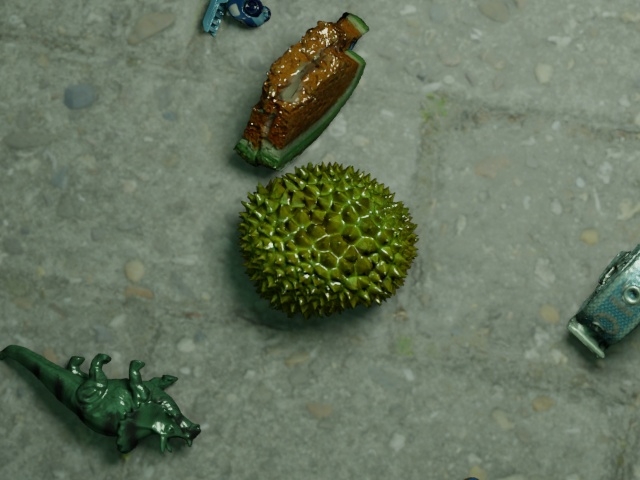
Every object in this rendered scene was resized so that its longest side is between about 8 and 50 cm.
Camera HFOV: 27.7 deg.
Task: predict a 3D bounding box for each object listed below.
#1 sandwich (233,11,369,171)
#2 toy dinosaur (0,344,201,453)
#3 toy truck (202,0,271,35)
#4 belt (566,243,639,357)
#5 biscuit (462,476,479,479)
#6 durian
[{"bbox_3d":[-0.010,-0.202,1.702,0.079,0.159,0.235,38,69,9],"label":"sandwich"},{"bbox_3d":[-0.289,0.188,1.721,0.292,0.079,0.120,34,87,8],"label":"toy dinosaur"},{"bbox_3d":[-0.119,-0.315,1.761,0.090,0.056,0.073,-21,81,14],"label":"toy truck"},{"bbox_3d":[0.404,0.055,1.668,0.082,0.147,0.163,42,60,8],"label":"belt"},{"bbox_3d":[0.146,0.371,1.675,0.175,0.124,0.026,-38,124,-8],"label":"biscuit"},{"bbox_3d":[0.003,-0.001,1.678,0.237,0.176,0.200,-4,66,13],"label":"durian"}]
